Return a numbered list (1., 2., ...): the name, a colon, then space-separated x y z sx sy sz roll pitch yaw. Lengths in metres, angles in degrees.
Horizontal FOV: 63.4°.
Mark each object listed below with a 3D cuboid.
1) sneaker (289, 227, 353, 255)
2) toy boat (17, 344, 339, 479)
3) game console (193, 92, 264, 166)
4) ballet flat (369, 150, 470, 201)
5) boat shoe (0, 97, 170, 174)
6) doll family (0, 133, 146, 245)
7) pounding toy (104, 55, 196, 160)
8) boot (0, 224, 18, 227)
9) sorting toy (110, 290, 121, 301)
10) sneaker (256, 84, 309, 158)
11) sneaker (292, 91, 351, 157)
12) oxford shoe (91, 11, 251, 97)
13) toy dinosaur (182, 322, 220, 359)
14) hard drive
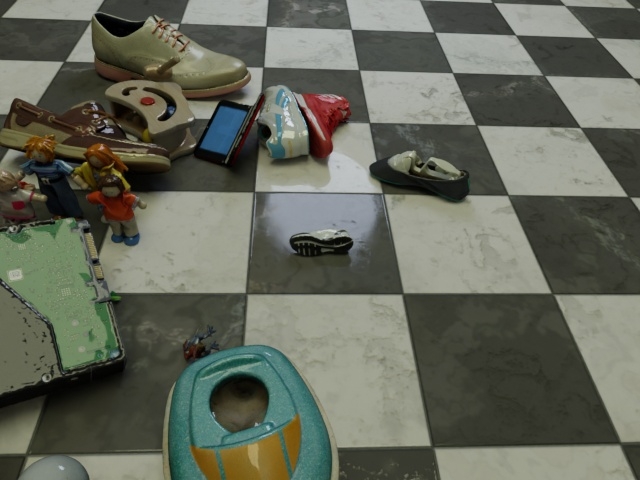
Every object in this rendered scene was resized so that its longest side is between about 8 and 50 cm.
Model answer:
1. sneaker: 0.000 0.000 0.893 0.109 0.040 0.043 0 29 -9
2. toy boat: -0.139 0.239 0.557 0.319 0.148 0.267 -16 44 -17
3. game console: -0.184 -0.229 1.034 0.085 0.124 0.143 25 74 -12
4. ballet flat: 0.196 -0.139 1.016 0.203 0.074 0.074 19 47 15
5. boat shoe: -0.438 -0.204 0.971 0.343 0.123 0.123 11 89 14
6. doll family: -0.413 -0.093 0.859 0.263 0.163 0.118 2 46 -2
7. pounding toy: -0.356 -0.292 1.065 0.154 0.154 0.269 -13 49 -22
8. boot: -0.517 0.075 0.745 0.221 0.108 0.283 0 38 -10
9. sorting toy: -0.350 0.083 0.796 0.084 0.012 0.062 -8 46 -12
10. sneaker: -0.095 -0.258 1.102 0.093 0.087 0.228 -13 45 -11
11. sneaker: 0.019 -0.263 1.115 0.128 0.087 0.221 -12 49 -14
12. oxford shoe: -0.359 -0.438 1.215 0.398 0.146 0.140 10 45 5
13. toy dinosaur: -0.172 0.143 0.704 0.090 0.082 0.047 -7 68 -59
14. hard drive: -0.448 0.103 0.656 0.339 0.064 0.236 -14 67 -29
